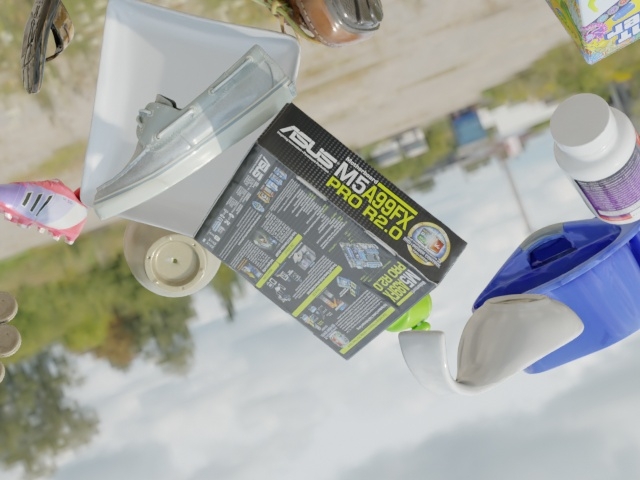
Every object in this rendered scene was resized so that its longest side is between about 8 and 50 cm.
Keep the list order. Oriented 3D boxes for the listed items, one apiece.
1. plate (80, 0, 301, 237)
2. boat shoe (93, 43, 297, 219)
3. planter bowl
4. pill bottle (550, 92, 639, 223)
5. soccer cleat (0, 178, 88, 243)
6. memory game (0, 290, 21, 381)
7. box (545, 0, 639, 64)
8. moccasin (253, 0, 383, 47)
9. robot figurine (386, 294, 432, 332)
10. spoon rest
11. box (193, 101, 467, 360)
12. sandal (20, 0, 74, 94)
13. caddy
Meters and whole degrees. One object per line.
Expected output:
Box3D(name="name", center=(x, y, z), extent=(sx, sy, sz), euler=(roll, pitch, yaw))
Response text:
Box3D(name="plate", center=(-0.160, -0.146, 1.857), extent=(0.278, 0.277, 0.045), euler=(16, -166, 22))
Box3D(name="boat shoe", center=(-0.133, -0.107, 1.425), extent=(0.227, 0.081, 0.079), euler=(-34, -174, 1))
Box3D(name="planter bowl", center=(-0.229, 0.021, 2.331), extent=(0.162, 0.162, 0.109), euler=(-21, -161, 0))
Box3D(name="pill bottle", center=(0.367, -0.109, 1.925), extent=(0.108, 0.108, 0.193), euler=(-20, 146, 20))
Box3D(name="soccer cleat", center=(-0.434, -0.062, 2.265), extent=(0.083, 0.095, 0.248), euler=(19, 176, 25))
Box3D(name="memory game", center=(-0.411, 0.102, 1.586), extent=(0.186, 0.186, 0.012), euler=(-21, 155, -7))
Box3D(name="box", center=(0.213, -0.356, 1.224), extent=(0.177, 0.290, 0.279), euler=(-29, 153, 1))
Box3D(name="moccasin", center=(-0.016, -0.309, 1.792), extent=(0.147, 0.139, 0.380), euler=(-25, -154, 6))
Box3D(name="robot figurine", center=(0.122, 0.098, 2.197), extent=(0.067, 0.101, 0.115), euler=(-46, 163, 29))
Box3D(name="spoon rest", center=(0.184, 0.114, 1.609), extent=(0.137, 0.084, 0.276), euler=(-1, -174, 38))
Box3D(name="box", center=(0.000, 0.000, 1.472), extent=(0.060, 0.216, 0.270), euler=(-53, -179, -26))
Box3D(name="sandal", center=(-0.362, -0.303, 2.017), extent=(0.060, 0.219, 0.090), euler=(11, -174, -24))
Box3D(name="caddy", center=(0.384, 0.056, 2.256), extent=(0.341, 0.179, 0.241), euler=(-30, -172, 45))
